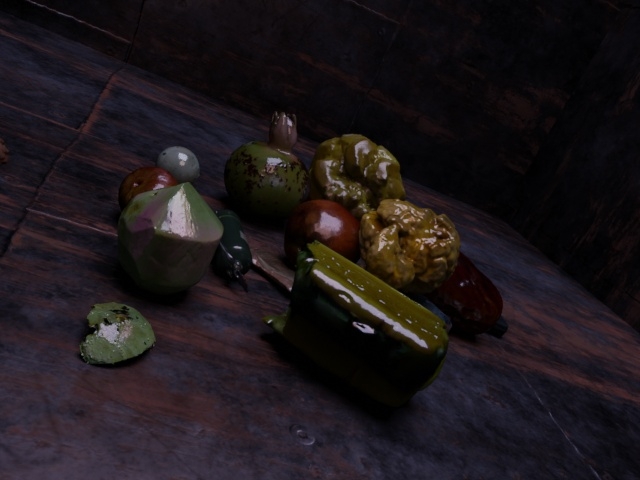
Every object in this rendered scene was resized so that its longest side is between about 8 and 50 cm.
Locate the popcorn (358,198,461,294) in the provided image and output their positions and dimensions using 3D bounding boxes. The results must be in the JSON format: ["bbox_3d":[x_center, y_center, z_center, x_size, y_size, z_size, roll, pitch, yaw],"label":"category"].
[{"bbox_3d":[0.211,0.013,1.531,0.332,0.225,0.265,-18,64,-46],"label":"popcorn"}]

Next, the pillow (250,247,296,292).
[{"bbox_3d":[-0.107,0.080,1.567,0.211,0.034,0.135,34,20,26],"label":"pillow"}]

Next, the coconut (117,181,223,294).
[{"bbox_3d":[-0.307,-0.012,1.225,0.204,0.236,0.236,21,18,-5],"label":"coconut"}]

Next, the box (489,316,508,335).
[{"bbox_3d":[0.512,0.223,1.985,0.160,0.050,0.230,22,18,-11],"label":"box"}]

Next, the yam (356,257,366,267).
[{"bbox_3d":[0.111,0.048,1.882,0.079,0.079,0.141,26,19,-1],"label":"yam"}]

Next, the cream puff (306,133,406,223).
[{"bbox_3d":[0.101,-0.171,2.029,0.378,0.379,0.275,28,11,6],"label":"cream puff"}]

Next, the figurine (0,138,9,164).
[{"bbox_3d":[-0.754,-0.162,1.205,0.185,0.205,0.332,21,-10,-12],"label":"figurine"}]

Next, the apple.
[{"bbox_3d":[0.000,0.000,1.638,0.229,0.230,0.230,23,18,-8],"label":"apple"}]

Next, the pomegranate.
[{"bbox_3d":[-0.150,-0.237,1.888,0.284,0.341,0.285,20,17,-6],"label":"pomegranate"}]

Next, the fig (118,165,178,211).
[{"bbox_3d":[-0.419,-0.099,1.487,0.149,0.148,0.202,57,-20,5],"label":"fig"}]

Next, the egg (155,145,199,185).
[{"bbox_3d":[-0.428,-0.220,1.811,0.131,0.131,0.164,20,12,-19],"label":"egg"}]

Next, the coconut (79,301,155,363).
[{"bbox_3d":[-0.339,0.149,1.024,0.133,0.055,0.158,14,23,-29],"label":"coconut"}]

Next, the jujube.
[{"bbox_3d":[0.380,0.144,1.779,0.318,0.223,0.223,35,17,-5],"label":"jujube"}]

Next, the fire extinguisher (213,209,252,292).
[{"bbox_3d":[-0.222,0.022,1.478,0.118,0.093,0.294,64,-2,-31],"label":"fire extinguisher"}]

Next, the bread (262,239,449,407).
[{"bbox_3d":[0.081,0.181,1.254,0.376,0.208,0.251,29,21,10],"label":"bread"}]

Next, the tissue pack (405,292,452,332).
[{"bbox_3d":[0.161,0.179,1.547,0.315,0.103,0.228,6,29,-45],"label":"tissue pack"}]
